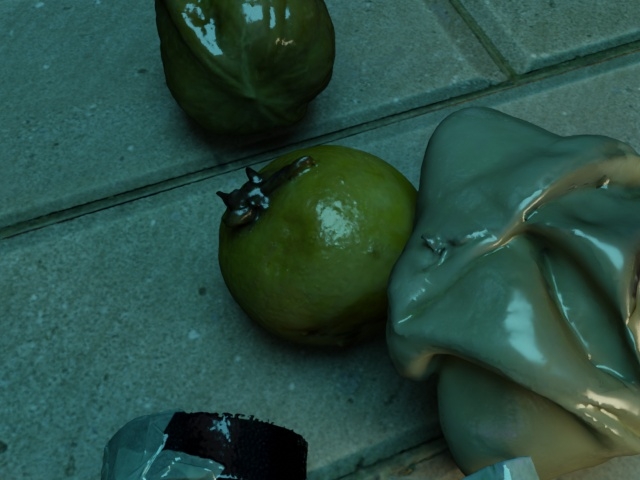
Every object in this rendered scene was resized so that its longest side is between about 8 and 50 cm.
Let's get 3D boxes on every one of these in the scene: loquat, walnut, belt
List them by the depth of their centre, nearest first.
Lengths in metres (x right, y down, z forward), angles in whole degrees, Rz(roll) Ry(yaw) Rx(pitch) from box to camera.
[{"bbox_3d":[-0.111,0.223,0.820,0.198,0.151,0.078,2,57,-1],"label":"belt"},{"bbox_3d":[0.000,0.000,0.935,0.244,0.244,0.244,2,56,-3],"label":"loquat"},{"bbox_3d":[-0.101,-0.271,1.110,0.227,0.283,0.283,-34,56,22],"label":"walnut"}]

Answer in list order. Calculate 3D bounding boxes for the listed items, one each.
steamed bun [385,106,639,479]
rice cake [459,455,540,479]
[{"bbox_3d":[0.244,0.063,0.832,0.255,0.342,0.367,-1,59,44],"label":"steamed bun"},{"bbox_3d":[0.045,0.284,0.757,0.336,0.063,0.066,-29,58,12],"label":"rice cake"}]
